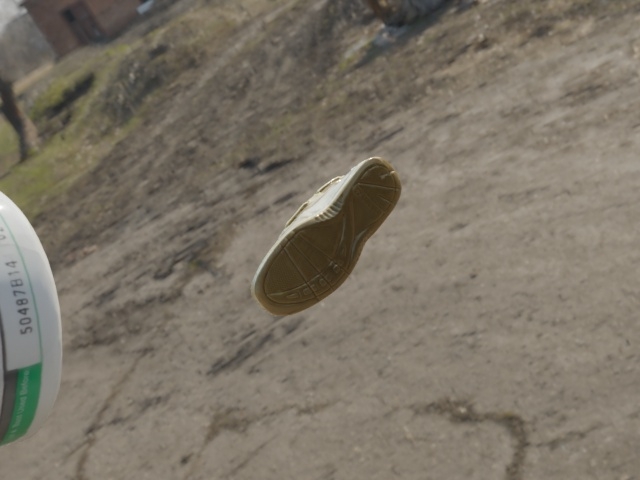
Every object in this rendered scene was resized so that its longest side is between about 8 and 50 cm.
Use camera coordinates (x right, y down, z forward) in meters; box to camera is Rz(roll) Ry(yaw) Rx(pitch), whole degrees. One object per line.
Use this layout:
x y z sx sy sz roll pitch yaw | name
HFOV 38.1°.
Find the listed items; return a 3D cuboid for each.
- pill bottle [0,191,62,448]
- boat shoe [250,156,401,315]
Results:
-0.369 0.079 0.585 0.361 0.204 0.204 -12 0 -45 | pill bottle
0.000 0.000 0.759 0.170 0.063 0.059 -45 14 -28 | boat shoe
